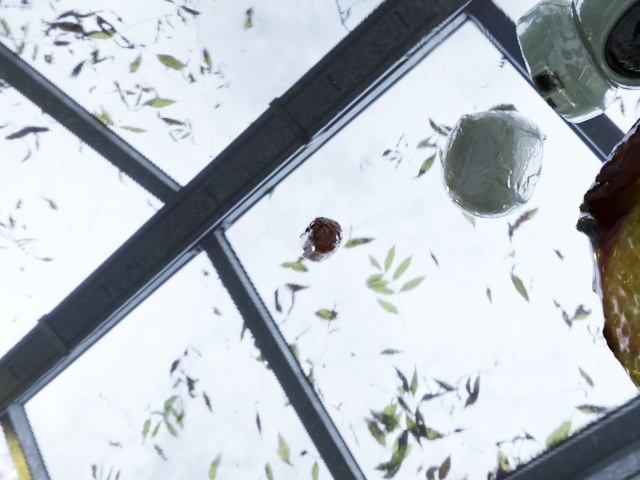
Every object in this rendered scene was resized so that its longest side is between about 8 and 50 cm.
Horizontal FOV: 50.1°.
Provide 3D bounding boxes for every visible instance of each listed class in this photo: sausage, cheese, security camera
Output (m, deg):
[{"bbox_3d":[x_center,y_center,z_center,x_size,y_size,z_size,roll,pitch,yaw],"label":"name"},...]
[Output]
[{"bbox_3d":[0.000,0.000,1.312,0.076,0.141,0.076,5,-110,-14],"label":"sausage"},{"bbox_3d":[0.299,-0.131,1.208,0.154,0.198,0.189,12,-80,46],"label":"cheese"},{"bbox_3d":[0.420,-0.295,0.953,0.236,0.194,0.195,-26,-80,37],"label":"security camera"}]

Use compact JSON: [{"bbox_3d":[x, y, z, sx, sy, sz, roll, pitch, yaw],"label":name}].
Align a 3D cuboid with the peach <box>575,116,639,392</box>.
[{"bbox_3d":[0.385,0.011,0.442,0.309,0.406,0.335,-15,-80,-12],"label":"peach"}]
